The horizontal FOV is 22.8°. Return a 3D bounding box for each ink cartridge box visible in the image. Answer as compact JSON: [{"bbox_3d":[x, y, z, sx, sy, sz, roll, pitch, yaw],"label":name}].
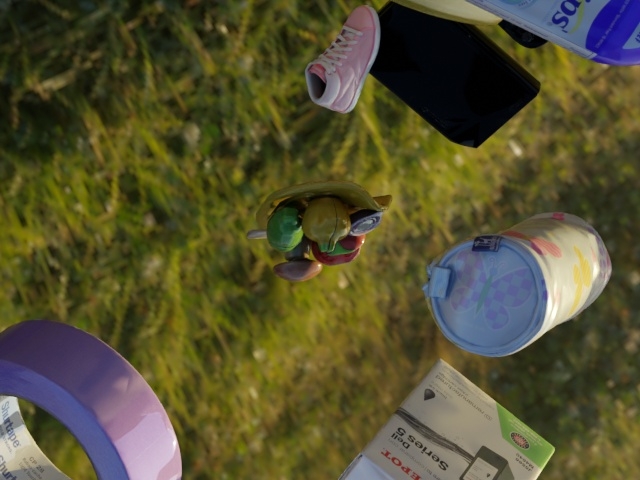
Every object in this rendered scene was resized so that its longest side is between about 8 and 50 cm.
[{"bbox_3d":[0.153,0.301,2.017,0.115,0.198,0.273,-56,172,33],"label":"ink cartridge box"}]

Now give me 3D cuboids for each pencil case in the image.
[{"bbox_3d":[0.196,0.038,1.552,0.124,0.114,0.273,-1,-174,24],"label":"pencil case"}]

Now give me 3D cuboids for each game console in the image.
[{"bbox_3d":[0.222,-0.281,1.921,0.213,0.044,0.361,38,122,-15],"label":"game console"}]

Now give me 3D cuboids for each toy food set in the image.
[{"bbox_3d":[0.000,0.000,1.618,0.128,0.071,0.218,0,166,-12],"label":"toy food set"}]

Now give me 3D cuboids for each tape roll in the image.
[{"bbox_3d":[-0.289,0.226,1.748,0.090,0.274,0.275,-41,159,-48],"label":"tape roll"}]

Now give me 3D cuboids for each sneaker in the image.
[{"bbox_3d":[0.025,-0.220,1.912,0.070,0.051,0.134,5,107,-46],"label":"sneaker"}]

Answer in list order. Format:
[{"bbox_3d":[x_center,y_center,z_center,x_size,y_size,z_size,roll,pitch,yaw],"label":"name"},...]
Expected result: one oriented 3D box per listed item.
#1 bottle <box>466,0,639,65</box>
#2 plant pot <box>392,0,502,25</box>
[{"bbox_3d":[0.209,-0.187,1.138,0.282,0.092,0.118,24,113,-12],"label":"bottle"},{"bbox_3d":[0.089,-0.295,1.306,0.187,0.212,0.212,26,99,-45],"label":"plant pot"}]
